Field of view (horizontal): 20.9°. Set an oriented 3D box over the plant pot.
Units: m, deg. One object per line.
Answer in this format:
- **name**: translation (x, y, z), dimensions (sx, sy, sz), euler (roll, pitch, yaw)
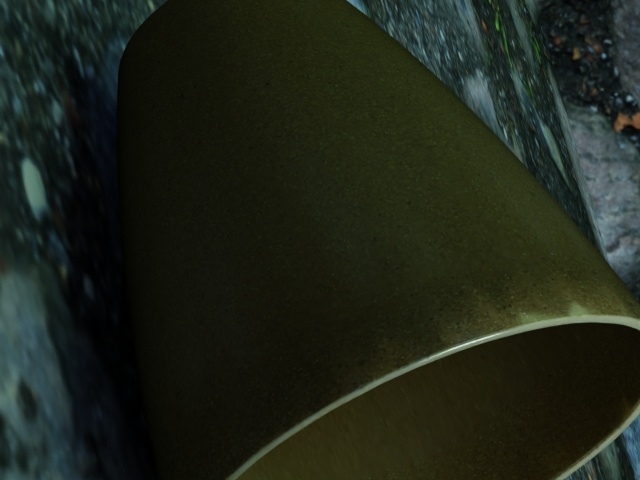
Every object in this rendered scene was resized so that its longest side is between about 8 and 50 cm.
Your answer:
- **plant pot**: translation (0.000, 0.000, 0.823), dimensions (0.254, 0.237, 0.237), euler (64, 11, 26)
